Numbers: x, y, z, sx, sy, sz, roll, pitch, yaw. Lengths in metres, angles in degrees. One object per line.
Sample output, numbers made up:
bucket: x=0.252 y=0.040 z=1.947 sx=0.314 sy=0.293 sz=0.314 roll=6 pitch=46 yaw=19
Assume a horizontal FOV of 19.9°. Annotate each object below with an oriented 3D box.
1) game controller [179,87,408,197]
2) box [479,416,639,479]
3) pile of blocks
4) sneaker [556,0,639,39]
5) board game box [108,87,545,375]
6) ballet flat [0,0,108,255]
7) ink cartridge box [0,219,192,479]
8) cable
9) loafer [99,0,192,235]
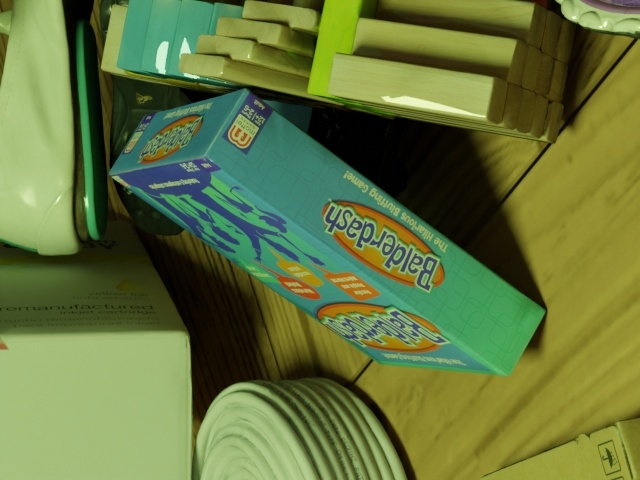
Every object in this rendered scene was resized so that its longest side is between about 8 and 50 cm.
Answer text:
game controller: x=-0.027 y=-0.131 z=1.180 sx=0.319 sy=0.067 sz=0.166 roll=46 pitch=138 yaw=52
box: x=0.149 y=0.205 z=0.953 sx=0.164 sy=0.021 sz=0.201 roll=140 pitch=117 yaw=-64
pile of blocks: x=-0.016 y=-0.132 z=0.983 sx=0.362 sy=0.149 sz=0.112 roll=12 pitch=92 yaw=48
sneaker: x=0.135 y=-0.135 z=0.825 sx=0.170 sy=0.068 sz=0.071 roll=45 pitch=131 yaw=54
board game box: x=0.000 y=0.000 z=1.017 sx=0.047 sy=0.210 sz=0.160 roll=-60 pitch=19 yaw=-14
ballet flat: x=-0.229 y=-0.187 z=1.425 sx=0.139 sy=0.139 sz=0.400 roll=160 pitch=113 yaw=-65
ink cartridge box: x=-0.261 y=0.099 z=1.414 sx=0.384 sy=0.279 sz=0.160 roll=-134 pitch=44 yaw=-73
cable: x=-0.011 y=0.219 z=1.232 sx=0.257 sy=0.089 sz=0.257 roll=173 pitch=91 yaw=-66
loafer: x=-0.124 y=-0.108 z=1.412 sx=0.078 sy=0.076 sz=0.223 roll=-65 pitch=-24 yaw=-55
